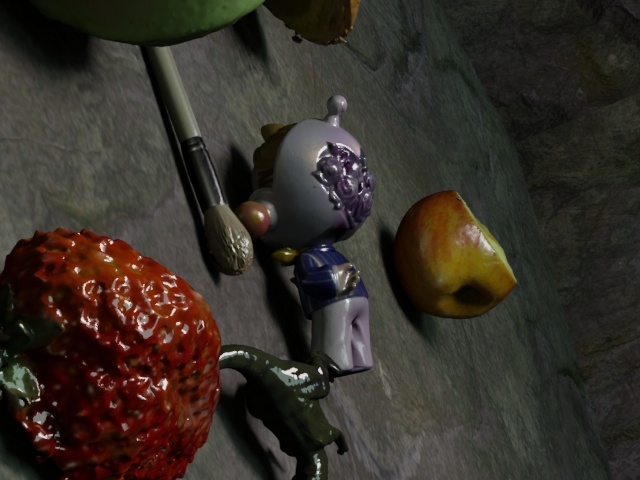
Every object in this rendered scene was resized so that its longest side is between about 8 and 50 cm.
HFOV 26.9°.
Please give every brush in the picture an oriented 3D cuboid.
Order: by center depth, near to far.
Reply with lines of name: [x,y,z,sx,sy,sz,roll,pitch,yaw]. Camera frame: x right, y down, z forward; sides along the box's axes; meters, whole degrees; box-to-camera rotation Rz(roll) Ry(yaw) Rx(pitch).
brush: [-0.128,-0.103,1.250,0.299,0.042,0.039,67,15,13]

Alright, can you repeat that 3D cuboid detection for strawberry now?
strawberry: [-0.121,0.075,0.870,0.236,0.107,0.175,21,49,-70]

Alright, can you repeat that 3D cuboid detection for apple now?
apple: [0.183,0.021,1.888,0.195,0.160,0.173,52,26,-50]

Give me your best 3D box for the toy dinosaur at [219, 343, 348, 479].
toy dinosaur: [-0.029,0.161,1.107,0.187,0.087,0.179,65,14,-5]

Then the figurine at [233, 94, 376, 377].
figurine: [-0.005,0.003,1.357,0.194,0.133,0.274,32,50,-46]

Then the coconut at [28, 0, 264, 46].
coconut: [-0.138,-0.321,1.046,0.328,0.281,0.328,14,90,-79]

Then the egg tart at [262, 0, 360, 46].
egg tart: [-0.017,-0.391,1.605,0.315,0.120,0.315,45,-29,34]
